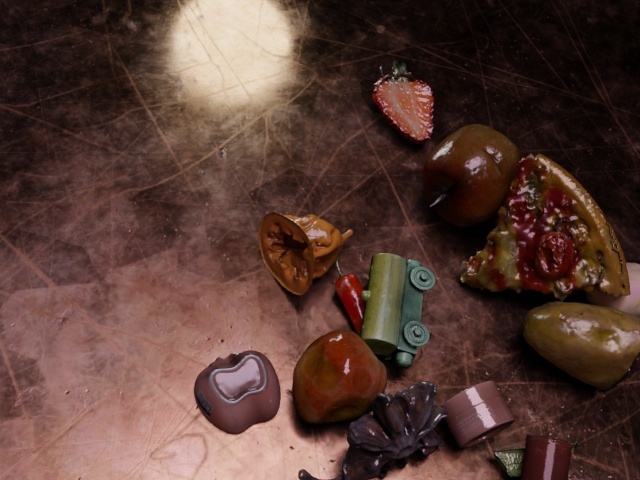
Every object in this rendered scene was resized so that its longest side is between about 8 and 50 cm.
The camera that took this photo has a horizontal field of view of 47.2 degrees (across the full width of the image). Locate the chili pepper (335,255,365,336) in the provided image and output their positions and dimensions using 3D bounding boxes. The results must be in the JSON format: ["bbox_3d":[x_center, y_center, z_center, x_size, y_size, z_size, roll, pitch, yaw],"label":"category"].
[{"bbox_3d":[0.092,0.167,1.910,0.071,0.063,0.272,-17,74,-20],"label":"chili pepper"}]

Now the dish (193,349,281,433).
[{"bbox_3d":[-0.195,0.342,1.741,0.213,0.090,0.213,4,58,-6],"label":"dish"}]

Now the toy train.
[{"bbox_3d":[0.188,0.178,1.880,0.189,0.126,0.308,12,58,-1],"label":"toy train"}]

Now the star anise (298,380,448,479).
[{"bbox_3d":[0.143,0.432,1.662,0.359,0.316,0.139,21,12,-40],"label":"star anise"}]

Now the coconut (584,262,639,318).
[{"bbox_3d":[0.798,0.141,1.974,0.182,0.171,0.171,-3,58,-9],"label":"coconut"}]

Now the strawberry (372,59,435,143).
[{"bbox_3d":[0.261,-0.417,2.287,0.188,0.106,0.286,-13,73,-11],"label":"strawberry"}]

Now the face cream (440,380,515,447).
[{"bbox_3d":[0.373,0.415,1.742,0.149,0.149,0.104,-18,63,-18],"label":"face cream"}]

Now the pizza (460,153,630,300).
[{"bbox_3d":[0.554,0.032,1.917,0.406,0.130,0.440,-35,82,18],"label":"pizza"}]

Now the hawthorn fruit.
[{"bbox_3d":[0.412,-0.164,2.051,0.267,0.268,0.301,40,68,17],"label":"hawthorn fruit"}]

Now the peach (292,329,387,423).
[{"bbox_3d":[0.037,0.334,1.725,0.235,0.214,0.214,-41,68,6],"label":"peach"}]

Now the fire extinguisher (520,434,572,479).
[{"bbox_3d":[0.510,0.622,1.650,0.147,0.106,0.337,20,70,-16],"label":"fire extinguisher"}]

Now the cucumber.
[{"bbox_3d":[0.523,0.532,1.754,0.220,0.046,0.070,-4,61,-9],"label":"cucumber"}]

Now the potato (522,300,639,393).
[{"bbox_3d":[0.648,0.242,1.858,0.266,0.229,0.229,24,58,3],"label":"potato"}]

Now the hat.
[{"bbox_3d":[0.000,0.000,1.934,0.233,0.244,0.233,-18,69,-34],"label":"hat"}]
